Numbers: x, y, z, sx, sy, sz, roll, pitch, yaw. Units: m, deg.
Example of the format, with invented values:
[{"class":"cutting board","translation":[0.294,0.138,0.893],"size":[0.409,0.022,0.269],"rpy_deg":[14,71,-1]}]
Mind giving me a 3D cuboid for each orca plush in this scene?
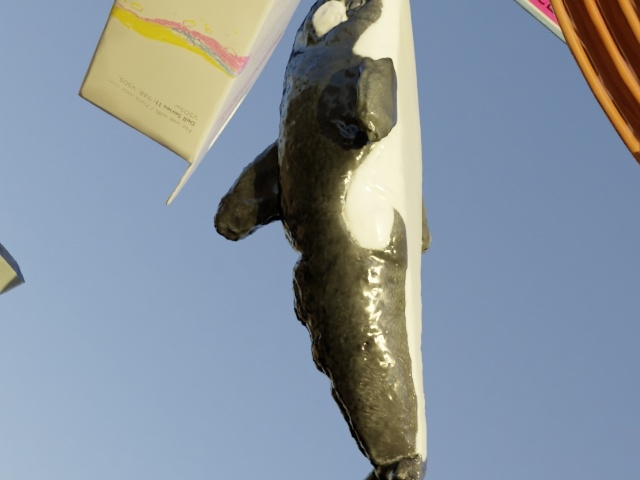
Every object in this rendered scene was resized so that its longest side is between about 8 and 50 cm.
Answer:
[{"class":"orca plush","translation":[0.000,0.000,0.803],"size":[0.151,0.102,0.287],"rpy_deg":[18,67,-78]}]

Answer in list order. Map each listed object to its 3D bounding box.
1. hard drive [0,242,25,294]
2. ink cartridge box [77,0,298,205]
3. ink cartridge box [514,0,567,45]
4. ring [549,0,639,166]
[{"class":"hard drive","translation":[-0.270,0.030,1.001],"size":[0.022,0.135,0.094],"rpy_deg":[62,-1,31]},{"class":"ink cartridge box","translation":[-0.081,-0.211,1.261],"size":[0.119,0.207,0.353],"rpy_deg":[31,-40,-1]},{"class":"ink cartridge box","translation":[0.323,-0.329,1.266],"size":[0.270,0.151,0.395],"rpy_deg":[39,-56,-1]},{"class":"ring","translation":[0.166,-0.120,0.301],"size":[0.336,0.032,0.337],"rpy_deg":[8,-78,41]}]
